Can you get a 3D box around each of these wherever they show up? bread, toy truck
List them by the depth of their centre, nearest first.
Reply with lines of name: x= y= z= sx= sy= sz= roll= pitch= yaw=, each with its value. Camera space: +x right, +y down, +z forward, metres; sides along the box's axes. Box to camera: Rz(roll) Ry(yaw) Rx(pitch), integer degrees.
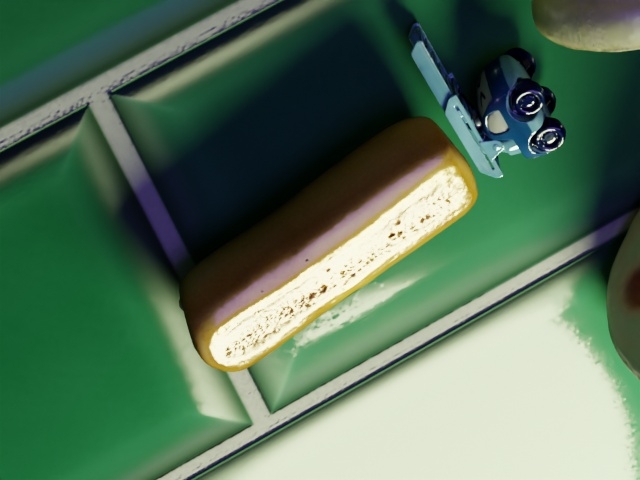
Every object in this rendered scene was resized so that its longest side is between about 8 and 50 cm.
bread: x=0.000 y=0.000 z=1.381 sx=0.239 sy=0.074 sz=0.092 roll=-35 pitch=141 yaw=-1
toy truck: x=0.124 y=-0.113 z=1.386 sx=0.074 sy=0.063 sz=0.136 roll=-24 pitch=123 yaw=14

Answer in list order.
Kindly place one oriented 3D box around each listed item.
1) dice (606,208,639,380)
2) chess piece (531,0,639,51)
dice: x=0.356 y=0.049 z=1.496 sx=0.194 sy=0.192 sz=0.193 roll=13 pitch=110 yaw=-31
chess piece: x=0.205 y=-0.293 z=1.268 sx=0.167 sy=0.167 sz=0.300 roll=-19 pitch=119 yaw=-13
